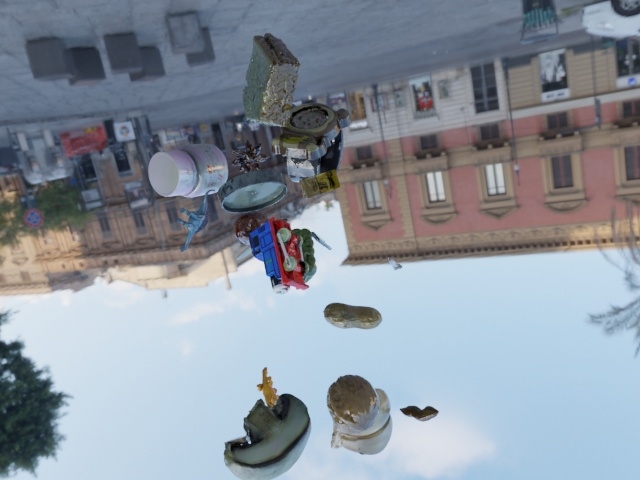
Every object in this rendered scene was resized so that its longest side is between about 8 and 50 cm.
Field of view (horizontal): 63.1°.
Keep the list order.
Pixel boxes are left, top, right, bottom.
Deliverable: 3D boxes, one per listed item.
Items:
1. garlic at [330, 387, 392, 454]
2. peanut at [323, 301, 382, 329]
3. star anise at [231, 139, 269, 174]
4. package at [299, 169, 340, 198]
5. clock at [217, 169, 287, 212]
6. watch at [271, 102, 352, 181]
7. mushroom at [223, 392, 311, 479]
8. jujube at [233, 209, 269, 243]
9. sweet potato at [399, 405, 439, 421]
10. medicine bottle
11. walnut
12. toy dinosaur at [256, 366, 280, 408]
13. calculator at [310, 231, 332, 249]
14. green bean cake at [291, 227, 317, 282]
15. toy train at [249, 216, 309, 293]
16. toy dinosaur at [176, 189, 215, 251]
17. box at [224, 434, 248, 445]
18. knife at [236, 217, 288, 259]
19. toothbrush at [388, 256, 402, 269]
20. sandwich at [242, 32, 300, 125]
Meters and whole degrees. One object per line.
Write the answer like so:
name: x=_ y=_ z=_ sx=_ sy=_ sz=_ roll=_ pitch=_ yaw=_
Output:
garlic: x=0.200 y=0.774 z=2.247 sx=0.313 sy=0.285 sz=0.249 roll=-9 pitch=179 yaw=-33
peanut: x=0.115 y=0.273 z=1.854 sx=0.214 sy=0.099 sz=0.099 roll=8 pitch=-170 yaw=-8
star anise: x=-0.291 y=-0.334 z=2.157 sx=0.168 sy=0.167 sz=0.057 roll=-14 pitch=-175 yaw=-8
package: x=-0.004 y=-0.198 z=1.826 sx=0.131 sy=0.071 sz=0.047 roll=-21 pitch=-173 yaw=-11
clock: x=-0.205 y=-0.146 z=1.596 sx=0.215 sy=0.041 sz=0.215 roll=-17 pitch=164 yaw=-5
watch: x=-0.036 y=-0.368 z=2.174 sx=0.314 sy=0.326 sz=0.335 roll=11 pitch=-129 yaw=19
mushroom: x=-0.139 y=0.589 z=1.502 sx=0.190 sy=0.164 sz=0.267 roll=17 pitch=-144 yaw=20
jujube: x=-0.330 y=-0.066 z=2.559 sx=0.184 sy=0.183 sz=0.243 roll=-12 pitch=-176 yaw=-1
sweet potato: x=0.415 y=0.733 z=2.211 sx=0.051 sy=0.065 sz=0.218 roll=27 pitch=152 yaw=-32
medicine bottle: x=-0.599 y=-0.315 z=2.372 sx=0.241 sy=0.241 sz=0.302 roll=-3 pitch=-170 yaw=34
walnut: x=0.121 y=0.604 z=1.919 sx=0.213 sy=0.213 sz=0.213 roll=-11 pitch=-167 yaw=3
toy dinosaur: x=-0.176 y=0.602 z=1.916 sx=0.071 sy=0.117 sz=0.288 roll=-23 pitch=-127 yaw=11
calculator: x=0.000 y=0.000 z=1.667 sx=0.018 sy=0.057 sz=0.172 roll=-54 pitch=-168 yaw=1
green bean cake: x=-0.136 y=0.075 z=2.367 sx=0.222 sy=0.247 sz=0.125 roll=-7 pitch=165 yaw=-12
toy train: x=-0.107 y=0.045 z=1.380 sx=0.131 sy=0.203 sz=0.083 roll=-30 pitch=147 yaw=24
toy dinosaur: x=-0.348 y=-0.060 z=1.441 sx=0.045 sy=0.197 sz=0.080 roll=21 pitch=173 yaw=35
box: x=-0.281 y=0.687 z=1.786 sx=0.083 sy=0.024 sz=0.053 roll=-25 pitch=165 yaw=24
knife: x=-0.208 y=0.000 z=1.762 sx=0.061 sy=0.027 sz=0.343 roll=-31 pitch=178 yaw=-38
toothbrush: x=0.291 y=0.093 z=2.065 sx=0.037 sy=0.028 sz=0.375 roll=-11 pitch=170 yaw=12
sandwich: x=-0.199 y=-0.585 z=1.989 sx=0.131 sy=0.325 sz=0.262 roll=-4 pitch=-136 yaw=-26
